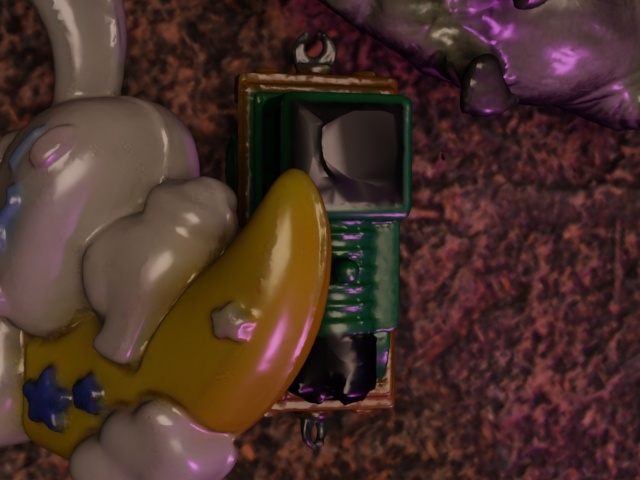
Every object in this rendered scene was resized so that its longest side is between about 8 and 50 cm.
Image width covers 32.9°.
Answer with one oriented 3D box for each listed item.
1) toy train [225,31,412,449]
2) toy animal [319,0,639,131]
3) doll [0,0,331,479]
[{"bbox_3d":[0.000,0.000,0.569,0.091,0.136,0.227,1,89,-12],"label":"toy train"},{"bbox_3d":[0.060,-0.137,0.561,0.343,0.168,0.106,16,113,-13],"label":"toy animal"},{"bbox_3d":[-0.109,0.006,0.524,0.237,0.111,0.252,39,116,28],"label":"doll"}]
